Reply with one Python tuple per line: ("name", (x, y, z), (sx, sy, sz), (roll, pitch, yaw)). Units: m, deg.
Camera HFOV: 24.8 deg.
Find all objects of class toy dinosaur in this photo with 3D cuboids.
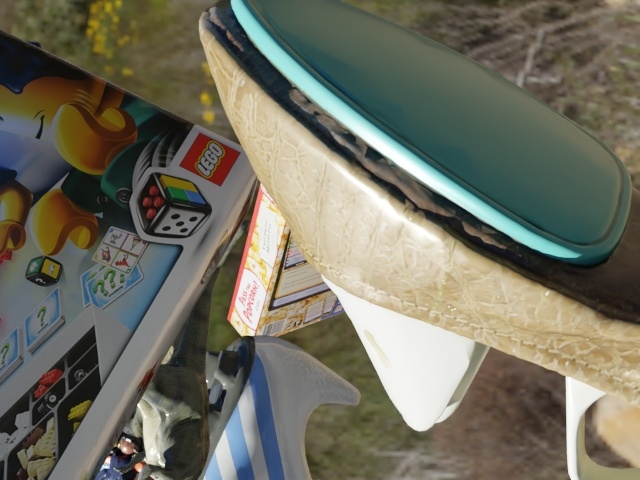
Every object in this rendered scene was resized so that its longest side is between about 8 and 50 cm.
("toy dinosaur", (-0.129, 0.109, 1.068), (0.064, 0.118, 0.268), (-160, 78, -85))

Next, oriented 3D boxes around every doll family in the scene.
("doll family", (-0.176, 0.232, 1.467), (0.193, 0.076, 0.111), (15, 90, 22))

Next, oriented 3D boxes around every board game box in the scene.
("board game box", (0.000, 0.000, 1.364), (0.045, 0.147, 0.193), (48, 139, 31))
("board game box", (-0.173, 0.047, 0.564), (0.053, 0.193, 0.305), (110, -174, -58))

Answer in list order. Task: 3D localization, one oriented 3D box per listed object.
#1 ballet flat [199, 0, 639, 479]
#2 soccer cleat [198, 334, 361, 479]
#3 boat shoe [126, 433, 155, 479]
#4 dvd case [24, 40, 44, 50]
("ballet flat", (0.098, 0.029, 0.509), (0.116, 0.342, 0.124), (-56, -12, -60))
("soccer cleat", (-0.067, 0.241, 1.160), (0.116, 0.143, 0.331), (174, 117, -76))
("boat shoe", (-0.225, 0.268, 1.576), (0.257, 0.095, 0.095), (-91, 6, -49))
("dvd case", (-0.331, -0.069, 1.014), (0.022, 0.253, 0.180), (85, -170, -63))
